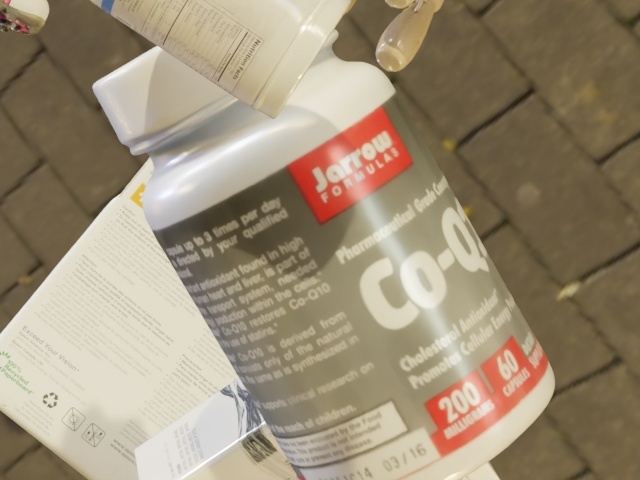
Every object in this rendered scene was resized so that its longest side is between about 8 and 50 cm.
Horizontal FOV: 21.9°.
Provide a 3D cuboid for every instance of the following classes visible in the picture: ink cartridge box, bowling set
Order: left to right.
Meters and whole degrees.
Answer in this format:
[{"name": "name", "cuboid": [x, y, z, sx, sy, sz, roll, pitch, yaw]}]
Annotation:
[{"name": "ink cartridge box", "cuboid": [-0.158, 0.124, 1.810, 0.324, 0.330, 0.071, 40, 171, -8]}, {"name": "ink cartridge box", "cuboid": [-0.004, 0.181, 1.312, 0.237, 0.100, 0.172, -34, 115, 2]}, {"name": "bowling set", "cuboid": [0.061, -0.366, 2.011, 0.199, 0.154, 0.287, 25, 145, 9]}]

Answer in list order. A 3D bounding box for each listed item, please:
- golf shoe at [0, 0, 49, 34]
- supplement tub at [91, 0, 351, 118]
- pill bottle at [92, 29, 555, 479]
[{"name": "golf shoe", "cuboid": [-0.248, -0.213, 1.115, 0.186, 0.086, 0.067, 40, 166, -29]}, {"name": "supplement tub", "cuboid": [-0.047, -0.113, 0.767, 0.107, 0.071, 0.071, 32, 133, -4]}, {"name": "pill bottle", "cuboid": [0.000, 0.000, 0.945, 0.161, 0.161, 0.283, -23, 101, 41]}]
